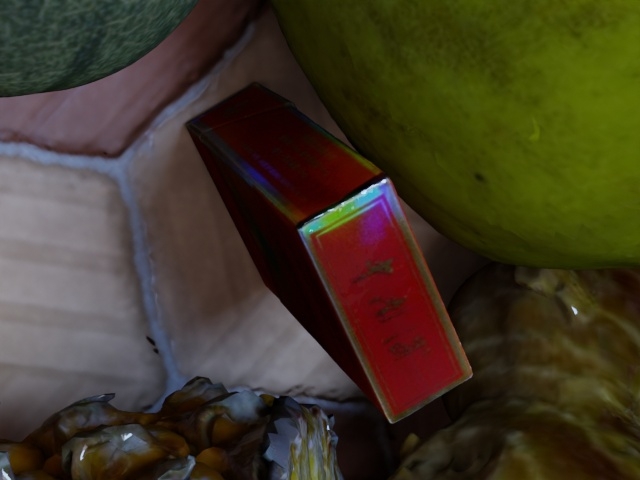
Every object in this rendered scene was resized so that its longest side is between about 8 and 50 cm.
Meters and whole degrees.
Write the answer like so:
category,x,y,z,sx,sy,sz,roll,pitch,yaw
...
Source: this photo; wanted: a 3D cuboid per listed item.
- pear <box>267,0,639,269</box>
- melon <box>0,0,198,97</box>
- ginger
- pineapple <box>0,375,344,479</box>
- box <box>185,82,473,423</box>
category,x,y,z,sx,sy,sz,roll,pitch,yaw
pear,0.109,-0.147,0.619,0.287,0.287,0.375,-44,96,-5
melon,-0.130,-0.199,0.503,0.238,0.237,0.301,-13,113,-20
ginger,0.176,0.117,0.740,0.274,0.152,0.357,40,46,-16
pineapple,-0.113,0.230,0.592,0.300,0.352,0.352,-16,115,4
box,0.001,-0.001,0.667,0.048,0.175,0.112,-30,118,-9
